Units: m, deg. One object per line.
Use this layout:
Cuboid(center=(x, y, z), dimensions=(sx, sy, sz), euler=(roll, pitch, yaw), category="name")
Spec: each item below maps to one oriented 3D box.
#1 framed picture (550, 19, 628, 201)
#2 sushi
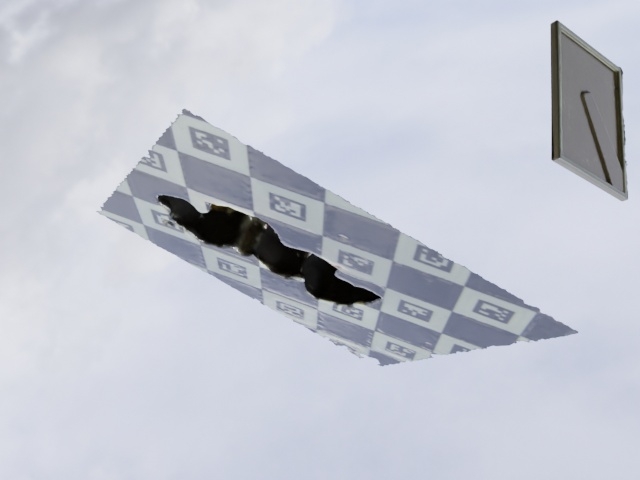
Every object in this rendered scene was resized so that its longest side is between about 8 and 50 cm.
Cuboid(center=(0.253, -0.121, 0.844), dimensions=(0.011, 0.109, 0.149), euler=(-21, -125, 47), category="framed picture")
Cuboid(center=(0.000, 0.000, 0.662), dimensions=(0.264, 0.290, 0.050), euler=(-27, -144, 62), category="sushi")
